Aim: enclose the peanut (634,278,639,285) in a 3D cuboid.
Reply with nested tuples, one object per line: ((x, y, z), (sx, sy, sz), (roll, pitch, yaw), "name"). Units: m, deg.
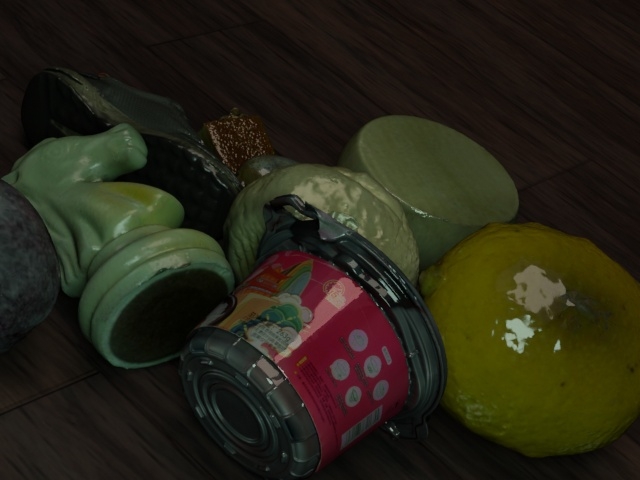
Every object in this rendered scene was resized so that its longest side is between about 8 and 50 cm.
((0.319, 0.085, 1.812), (0.228, 0.085, 0.104), (3, 49, -22), "peanut")

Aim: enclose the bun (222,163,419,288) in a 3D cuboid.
((0.000, 0.000, 1.617), (0.244, 0.244, 0.153), (24, 57, 4), "bun")

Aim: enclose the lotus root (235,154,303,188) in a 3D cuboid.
((-0.045, -0.065, 1.834), (0.165, 0.088, 0.088), (4, 36, -43), "lotus root")

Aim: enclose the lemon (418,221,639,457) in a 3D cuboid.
((0.238, 0.112, 1.588), (0.284, 0.260, 0.260), (12, 34, -34), "lemon")

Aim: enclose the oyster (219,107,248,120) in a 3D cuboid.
((-0.129, -0.142, 1.948), (0.083, 0.038, 0.080), (-25, 40, -15), "oyster")

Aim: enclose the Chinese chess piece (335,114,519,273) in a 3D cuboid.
((0.137, -0.059, 1.889), (0.250, 0.101, 0.250), (17, 35, -12), "Chinese chess piece")

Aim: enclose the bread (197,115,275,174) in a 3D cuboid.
((-0.103, -0.113, 1.877), (0.090, 0.035, 0.094), (-12, 70, -35), "bread")

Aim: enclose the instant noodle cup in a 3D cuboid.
((-0.025, 0.127, 1.452), (0.181, 0.258, 0.302), (-38, 97, -34), "instant noodle cup")

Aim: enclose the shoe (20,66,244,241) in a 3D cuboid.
((-0.203, -0.111, 1.787), (0.336, 0.132, 0.171), (32, 27, 21), "shoe")

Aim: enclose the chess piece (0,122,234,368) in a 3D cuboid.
((-0.232, -0.016, 1.572), (0.176, 0.175, 0.298), (-11, 48, -38), "chess piece")

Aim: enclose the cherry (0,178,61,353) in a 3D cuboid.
((-0.359, 0.031, 1.453), (0.195, 0.195, 0.195), (14, 35, -10), "cherry")
